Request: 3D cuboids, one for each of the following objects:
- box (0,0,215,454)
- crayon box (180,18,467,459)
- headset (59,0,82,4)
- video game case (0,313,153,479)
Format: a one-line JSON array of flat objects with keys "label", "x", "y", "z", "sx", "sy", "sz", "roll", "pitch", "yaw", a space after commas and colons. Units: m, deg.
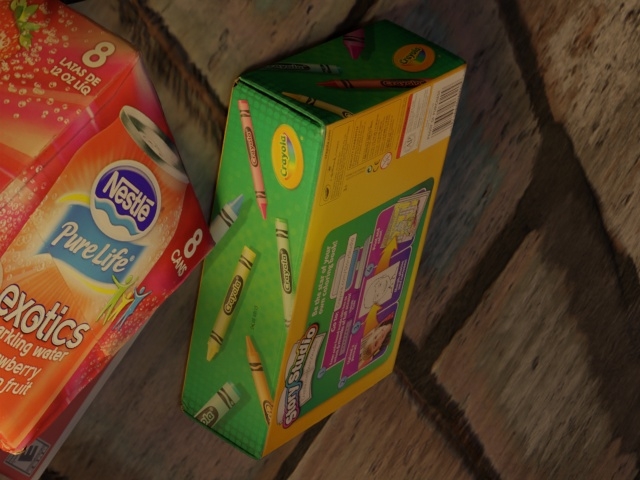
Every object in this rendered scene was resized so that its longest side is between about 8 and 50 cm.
[{"label": "box", "x": -0.181, "y": -0.050, "z": 0.681, "sx": 0.122, "sy": 0.257, "sz": 0.128, "roll": -48, "pitch": 150, "yaw": -20}, {"label": "crayon box", "x": 0.000, "y": 0.000, "z": 1.236, "sx": 0.165, "sy": 0.081, "sz": 0.278, "roll": -28, "pitch": 139, "yaw": -46}, {"label": "headset", "x": -0.081, "y": -0.261, "z": 0.831, "sx": 0.394, "sy": 0.185, "sz": 0.243, "roll": -23, "pitch": 133, "yaw": -29}, {"label": "video game case", "x": -0.178, "y": 0.020, "z": 1.011, "sx": 0.204, "sy": 0.025, "sz": 0.285, "roll": -56, "pitch": 153, "yaw": -9}]
